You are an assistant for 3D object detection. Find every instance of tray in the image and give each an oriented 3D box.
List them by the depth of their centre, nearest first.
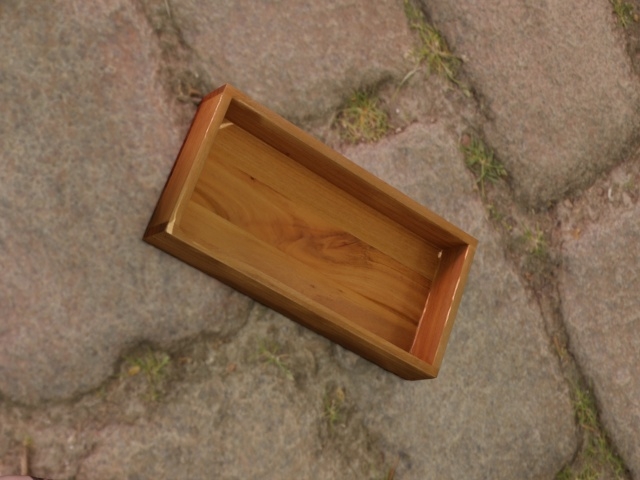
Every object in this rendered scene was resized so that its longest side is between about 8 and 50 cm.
[{"bbox_3d":[0.000,0.000,1.456,0.411,0.076,0.202,31,66,-25],"label":"tray"}]

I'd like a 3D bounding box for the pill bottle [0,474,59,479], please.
[{"bbox_3d":[-0.248,0.344,1.156,0.361,0.204,0.204,14,74,-30],"label":"pill bottle"}]
